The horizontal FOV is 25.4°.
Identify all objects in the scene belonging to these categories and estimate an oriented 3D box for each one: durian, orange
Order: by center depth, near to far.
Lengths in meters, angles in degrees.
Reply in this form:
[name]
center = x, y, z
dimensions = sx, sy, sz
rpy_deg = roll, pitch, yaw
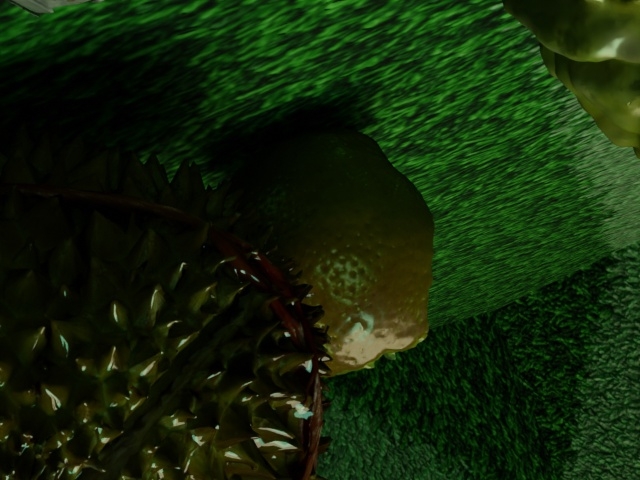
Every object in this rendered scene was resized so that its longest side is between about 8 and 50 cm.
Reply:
[durian]
center = -0.151, 0.085, 0.898
dimensions = 0.348, 0.347, 0.384
rpy_deg = -18, 173, -7
[orange]
center = -0.004, -0.002, 1.148
dimensions = 0.179, 0.158, 0.237
rpy_deg = -50, -157, 16

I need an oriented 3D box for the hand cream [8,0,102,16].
[hand cream]
center = -0.045, -0.154, 0.671
dimensions = 0.257, 0.050, 0.084
rpy_deg = -20, 173, 18

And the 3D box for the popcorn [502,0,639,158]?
[popcorn]
center = 0.210, -0.153, 0.719
dimensions = 0.212, 0.259, 0.259
rpy_deg = 6, 157, -32
